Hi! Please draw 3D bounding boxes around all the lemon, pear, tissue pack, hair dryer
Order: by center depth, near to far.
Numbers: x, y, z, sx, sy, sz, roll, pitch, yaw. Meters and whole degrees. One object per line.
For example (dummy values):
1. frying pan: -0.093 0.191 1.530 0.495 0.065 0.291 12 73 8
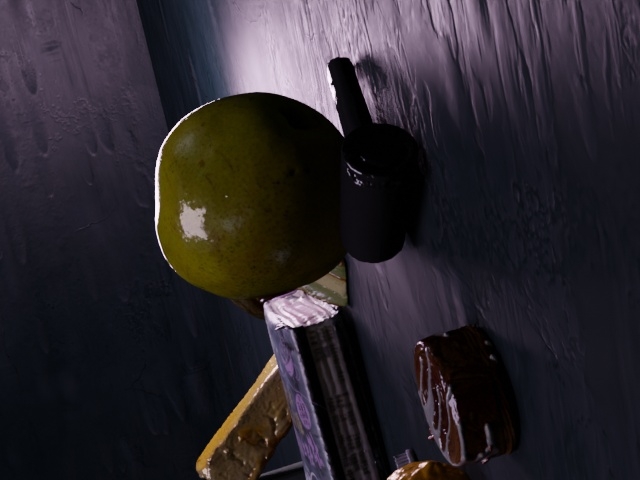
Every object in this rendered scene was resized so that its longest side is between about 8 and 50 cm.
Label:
1. hair dryer: 0.053 -0.121 1.662 0.197 0.089 0.251 89 170 -57
2. lemon: 0.139 0.360 1.717 0.142 0.142 0.187 -132 30 -64
3. pear: -0.083 -0.064 1.844 0.294 0.294 0.294 164 90 -78
4. tissue pack: 0.007 0.273 2.268 0.259 0.122 0.361 -152 45 -76

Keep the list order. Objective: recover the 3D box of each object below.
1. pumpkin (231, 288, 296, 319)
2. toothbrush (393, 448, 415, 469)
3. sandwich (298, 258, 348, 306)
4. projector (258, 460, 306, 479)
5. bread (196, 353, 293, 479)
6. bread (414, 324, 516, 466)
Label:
1. pumpkin: -0.105 0.064 2.431 0.130 0.149 0.254 -113 12 -66
2. toothbrush: 0.178 0.467 1.941 0.024 0.029 0.354 68 -179 -71
3. sandwich: 0.000 0.000 2.176 0.187 0.144 0.117 24 141 26
4. projector: -0.029 0.558 2.612 0.099 0.192 0.256 -171 65 -78
5. bread: -0.113 0.345 2.523 0.114 0.274 0.185 35 178 -5
6. bread: 0.161 0.179 1.536 0.160 0.073 0.160 163 90 -77
